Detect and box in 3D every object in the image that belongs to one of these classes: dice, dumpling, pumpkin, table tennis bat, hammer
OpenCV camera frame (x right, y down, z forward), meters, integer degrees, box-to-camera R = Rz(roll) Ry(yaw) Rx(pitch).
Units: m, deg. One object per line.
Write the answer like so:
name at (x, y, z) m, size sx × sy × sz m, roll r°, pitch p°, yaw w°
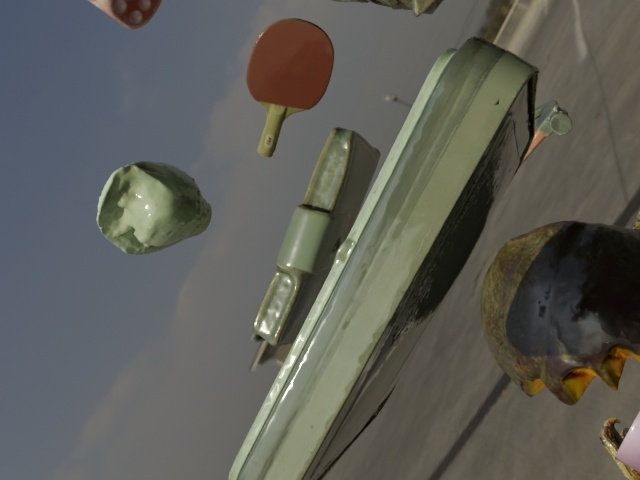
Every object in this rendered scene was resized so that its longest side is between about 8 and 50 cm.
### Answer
dice at (-0.307, -0.389, 1.035) m, size 0.093 × 0.091 × 0.094 m, roll -55°, pitch -31°, yaw 8°
dumpling at (-0.240, -0.038, 1.011) m, size 0.219 × 0.108 × 0.152 m, roll 31°, pitch -97°, yaw -53°
pumpkin at (0.265, 0.059, 0.690) m, size 0.254 × 0.149 × 0.130 m, roll -47°, pitch 9°, yaw 17°
table tennis bat at (-0.062, -0.249, 1.121) m, size 0.022 × 0.138 × 0.246 m, roll -102°, pitch 28°, yaw -52°
hammer at (0.248, -0.076, 0.960) m, size 0.287 × 0.033 × 0.111 m, roll -54°, pitch 6°, yaw 26°

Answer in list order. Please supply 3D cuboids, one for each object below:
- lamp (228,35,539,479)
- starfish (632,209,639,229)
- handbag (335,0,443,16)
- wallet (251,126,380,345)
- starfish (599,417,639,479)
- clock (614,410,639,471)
lamp at (0.058, 0.027, 0.433) m, size 0.266 × 0.047 × 0.269 m, roll -64°, pitch -16°, yaw 8°
starfish at (0.566, -0.016, 1.107) m, size 0.358 × 0.078 × 0.347 m, roll -33°, pitch -50°, yaw -42°
handbag at (0.123, -0.440, 1.093) m, size 0.182 × 0.270 × 0.117 m, roll -51°, pitch -42°, yaw -14°
wallet at (0.000, 0.000, 1.069) m, size 0.252 × 0.083 × 0.360 m, roll 10°, pitch -79°, yaw -79°
starfish at (0.645, 0.472, 1.344) m, size 0.071 × 0.238 × 0.216 m, roll -48°, pitch -11°, yaw 22°
clock at (0.361, 0.172, 0.682) m, size 0.153 × 0.050 × 0.110 m, roll -19°, pitch -50°, yaw -48°
